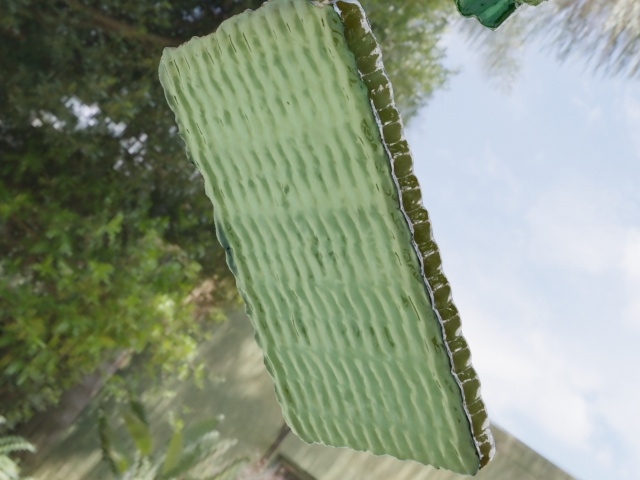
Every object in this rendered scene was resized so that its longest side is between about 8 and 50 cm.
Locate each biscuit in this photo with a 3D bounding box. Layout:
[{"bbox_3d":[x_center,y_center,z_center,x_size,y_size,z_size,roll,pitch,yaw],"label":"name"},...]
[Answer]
[{"bbox_3d":[0.000,0.000,0.557,0.172,0.029,0.254,-3,-71,54],"label":"biscuit"}]

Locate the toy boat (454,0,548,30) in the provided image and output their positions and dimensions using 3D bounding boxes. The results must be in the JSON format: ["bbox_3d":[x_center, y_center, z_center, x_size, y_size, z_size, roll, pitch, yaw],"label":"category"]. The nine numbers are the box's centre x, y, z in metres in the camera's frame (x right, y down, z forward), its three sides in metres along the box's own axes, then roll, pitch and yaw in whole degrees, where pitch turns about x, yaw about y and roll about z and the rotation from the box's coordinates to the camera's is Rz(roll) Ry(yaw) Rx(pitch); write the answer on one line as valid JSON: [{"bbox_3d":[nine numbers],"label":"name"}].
[{"bbox_3d":[0.128,-0.127,0.366,0.089,0.088,0.229,27,-7,-22],"label":"toy boat"}]
